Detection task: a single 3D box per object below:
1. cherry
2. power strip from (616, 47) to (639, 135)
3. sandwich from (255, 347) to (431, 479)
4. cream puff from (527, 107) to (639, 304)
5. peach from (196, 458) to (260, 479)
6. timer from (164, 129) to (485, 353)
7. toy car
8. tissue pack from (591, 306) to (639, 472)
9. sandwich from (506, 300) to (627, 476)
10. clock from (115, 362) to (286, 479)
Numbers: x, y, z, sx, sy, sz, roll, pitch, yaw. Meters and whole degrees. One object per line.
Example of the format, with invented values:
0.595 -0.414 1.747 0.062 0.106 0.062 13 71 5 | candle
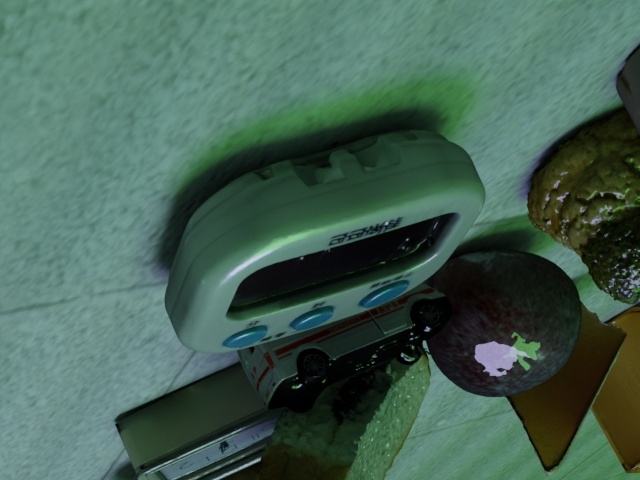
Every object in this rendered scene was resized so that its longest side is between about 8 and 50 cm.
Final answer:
0.191 0.083 1.606 0.176 0.140 0.176 -12 148 -8 | cherry
0.342 -0.139 1.341 0.154 0.078 0.154 -21 157 -9 | power strip
0.023 0.187 1.554 0.288 0.099 0.254 71 42 -69 | sandwich
0.304 -0.016 1.459 0.183 0.169 0.183 -23 158 -10 | cream puff
-0.111 0.326 1.771 0.235 0.214 0.214 3 148 -24 | peach
0.000 0.001 1.282 0.262 0.087 0.237 -16 157 -22 | timer
0.021 0.081 1.474 0.209 0.108 0.089 -21 156 -22 | toy car
0.482 0.206 2.142 0.145 0.194 0.274 -39 156 21 | tissue pack
0.293 0.157 1.816 0.162 0.193 0.058 -27 161 4 | sandwich
-0.109 0.201 1.651 0.192 0.071 0.147 -24 159 -4 | clock
